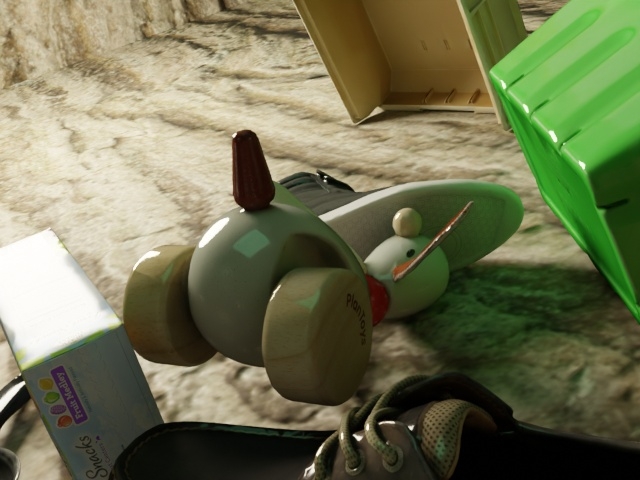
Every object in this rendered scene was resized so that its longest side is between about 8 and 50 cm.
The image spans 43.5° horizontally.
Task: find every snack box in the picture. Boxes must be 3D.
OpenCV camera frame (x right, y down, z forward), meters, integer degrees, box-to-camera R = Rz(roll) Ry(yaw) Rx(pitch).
[{"bbox_3d":[-0.171,0.104,0.579,0.070,0.174,0.207,-27,28,-22],"label":"snack box"}]

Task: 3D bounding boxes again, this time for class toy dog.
[{"bbox_3d":[0.000,0.000,0.595,0.220,0.160,0.334,4,8,9],"label":"toy dog"}]

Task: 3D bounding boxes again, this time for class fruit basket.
[{"bbox_3d":[0.359,-0.137,0.667,0.392,0.282,0.392,-25,25,12],"label":"fruit basket"}]

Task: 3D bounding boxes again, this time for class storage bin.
[{"bbox_3d":[0.134,-0.277,1.107,0.262,0.260,0.123,9,52,40],"label":"storage bin"}]

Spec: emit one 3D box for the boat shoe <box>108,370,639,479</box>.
[{"bbox_3d":[0.057,0.128,0.409,0.356,0.130,0.132,6,22,15],"label":"boat shoe"}]

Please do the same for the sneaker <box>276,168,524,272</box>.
[{"bbox_3d":[0.048,-0.029,0.814,0.296,0.104,0.146,-14,31,11],"label":"sneaker"}]

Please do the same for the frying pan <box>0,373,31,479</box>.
[{"bbox_3d":[-0.316,0.194,0.616,0.197,0.053,0.326,-17,13,-8],"label":"frying pan"}]
